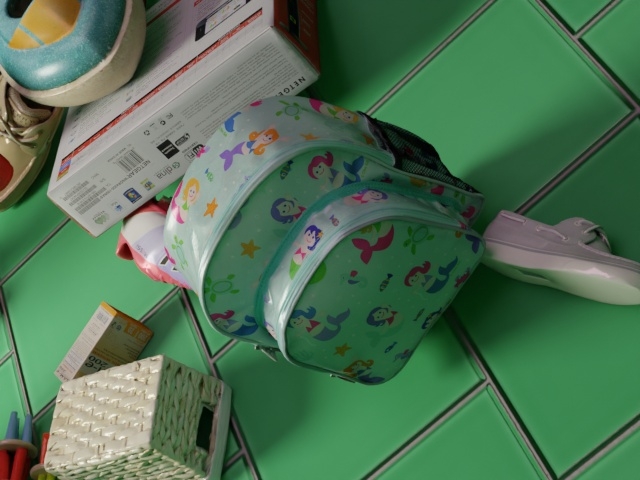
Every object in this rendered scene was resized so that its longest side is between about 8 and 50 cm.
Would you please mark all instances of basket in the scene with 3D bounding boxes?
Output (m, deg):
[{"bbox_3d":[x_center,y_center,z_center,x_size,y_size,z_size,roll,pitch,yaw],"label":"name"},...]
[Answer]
[{"bbox_3d":[-0.188,0.194,1.288,0.167,0.103,0.113,-19,51,34],"label":"basket"}]

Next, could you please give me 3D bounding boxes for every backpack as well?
[{"bbox_3d":[0.000,0.000,1.115,0.225,0.253,0.191,-56,37,18],"label":"backpack"}]

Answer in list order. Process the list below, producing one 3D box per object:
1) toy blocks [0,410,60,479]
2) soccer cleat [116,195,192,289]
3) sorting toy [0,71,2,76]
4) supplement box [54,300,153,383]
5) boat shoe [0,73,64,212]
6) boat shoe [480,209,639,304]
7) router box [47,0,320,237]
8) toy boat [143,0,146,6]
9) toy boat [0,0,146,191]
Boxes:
[{"bbox_3d":[-0.318,0.249,1.407,0.123,0.054,0.148,-25,49,29],"label":"toy blocks"},{"bbox_3d":[-0.149,0.020,1.393,0.248,0.083,0.095,34,99,50],"label":"soccer cleat"},{"bbox_3d":[-0.511,-0.272,1.884,0.127,0.126,0.365,-54,46,7],"label":"sorting toy"},{"bbox_3d":[-0.241,0.126,1.412,0.036,0.062,0.098,31,87,47],"label":"supplement box"},{"bbox_3d":[-0.391,-0.170,1.668,0.302,0.109,0.098,-60,9,9],"label":"boat shoe"},{"bbox_3d":[0.212,0.009,1.087,0.184,0.066,0.063,12,73,56],"label":"boat shoe"},{"bbox_3d":[-0.155,-0.199,1.481,0.335,0.082,0.301,-33,31,22],"label":"router box"},{"bbox_3d":[-0.342,-0.327,1.768,0.231,0.151,0.151,-31,17,23],"label":"toy boat"},{"bbox_3d":[-0.346,-0.207,1.476,0.318,0.148,0.267,-54,43,-4],"label":"toy boat"}]
